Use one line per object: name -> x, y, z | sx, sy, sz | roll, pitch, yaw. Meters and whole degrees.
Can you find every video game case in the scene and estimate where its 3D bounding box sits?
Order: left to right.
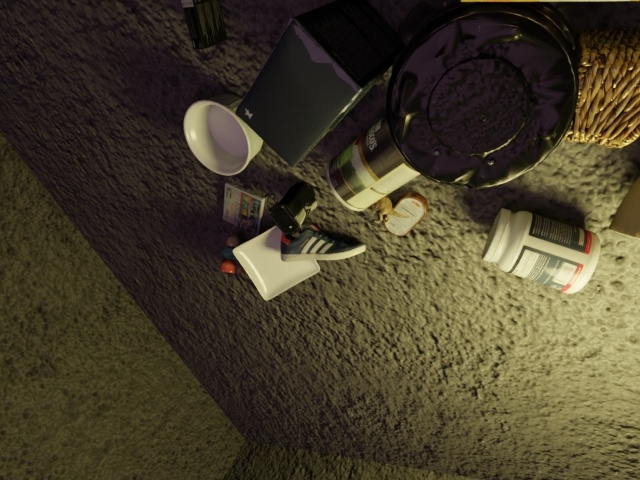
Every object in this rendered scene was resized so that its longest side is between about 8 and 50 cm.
video game case -> -0.328, -0.133, 1.803 | 0.183, 0.023, 0.202 | 25, 132, 11

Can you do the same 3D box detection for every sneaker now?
sneaker -> 0.000, 0.000, 1.657 | 0.349, 0.131, 0.148 | -4, 92, 16

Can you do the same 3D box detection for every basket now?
basket -> 0.651, -0.320, 0.904 | 0.222, 0.299, 0.214 | 10, 127, 23

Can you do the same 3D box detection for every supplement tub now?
supplement tub -> 0.643, 0.025, 1.254 | 0.272, 0.191, 0.191 | 21, 132, 15

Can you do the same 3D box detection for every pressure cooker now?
pressure cooker -> 0.343, -0.355, 0.971 | 0.374, 0.420, 0.370 | 2, 120, 16

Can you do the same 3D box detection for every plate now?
plate -> -0.182, 0.078, 1.787 | 0.277, 0.045, 0.277 | -29, 111, 1

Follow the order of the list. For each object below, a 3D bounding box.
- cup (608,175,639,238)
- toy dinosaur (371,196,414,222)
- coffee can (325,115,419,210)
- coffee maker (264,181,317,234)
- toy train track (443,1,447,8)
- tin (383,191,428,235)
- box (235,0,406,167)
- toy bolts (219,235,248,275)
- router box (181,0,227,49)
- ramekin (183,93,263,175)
cup -> 0.880, -0.105, 0.967 | 0.330, 0.331, 0.237 | 12, 103, 21
toy dinosaur -> 0.222, -0.102, 1.450 | 0.183, 0.053, 0.093 | 41, 131, 23
coffee can -> 0.179, -0.238, 1.306 | 0.201, 0.202, 0.275 | 48, 133, -11
coffee maker -> -0.101, -0.138, 1.560 | 0.120, 0.178, 0.171 | 3, 128, 25
toy train track -> 0.324, -0.569, 1.097 | 0.048, 0.014, 0.084 | 9, 123, 33
tin -> 0.294, -0.088, 1.474 | 0.106, 0.040, 0.190 | 34, 134, -3
box -> 0.014, -0.430, 1.118 | 0.212, 0.395, 0.293 | 44, 134, -7
toy bolts -> -0.333, 0.071, 1.896 | 0.228, 0.159, 0.218 | 13, 178, -18
router box -> -0.358, -0.696, 1.303 | 0.045, 0.133, 0.179 | 10, 128, 23
ramekin -> -0.340, -0.389, 1.532 | 0.276, 0.135, 0.278 | 15, 130, 19
